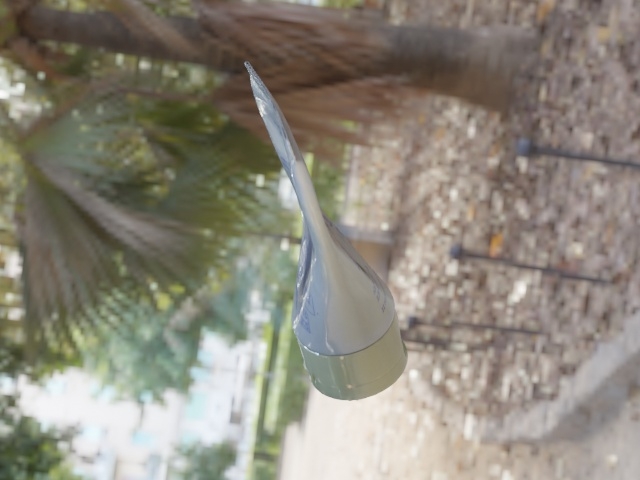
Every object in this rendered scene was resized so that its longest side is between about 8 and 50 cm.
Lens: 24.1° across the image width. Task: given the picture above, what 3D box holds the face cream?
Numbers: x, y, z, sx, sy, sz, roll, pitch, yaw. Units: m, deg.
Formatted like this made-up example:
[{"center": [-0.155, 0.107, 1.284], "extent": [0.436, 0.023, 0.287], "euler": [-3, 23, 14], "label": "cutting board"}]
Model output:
[{"center": [0.000, 0.000, 0.952], "extent": [0.114, 0.070, 0.224], "euler": [-117, 8, -54], "label": "face cream"}]
